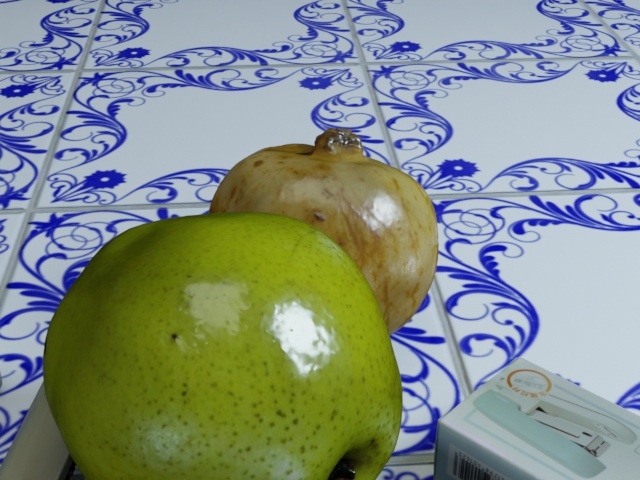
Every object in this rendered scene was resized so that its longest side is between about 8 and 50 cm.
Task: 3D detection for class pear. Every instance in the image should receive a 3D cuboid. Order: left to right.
[{"bbox_3d":[-0.074,0.110,0.813,0.294,0.294,0.294,0,31,0],"label":"pear"}]

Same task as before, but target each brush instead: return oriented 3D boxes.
[{"bbox_3d":[-0.252,0.229,0.835,0.060,0.050,0.321,7,39,7],"label":"brush"}]

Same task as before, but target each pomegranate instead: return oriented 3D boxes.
[{"bbox_3d":[0.000,0.000,1.034,0.248,0.248,0.248,0,31,0],"label":"pomegranate"}]

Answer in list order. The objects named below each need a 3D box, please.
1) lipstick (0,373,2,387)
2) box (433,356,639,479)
[{"bbox_3d":[-0.383,0.147,0.969,0.141,0.040,0.040,-15,34,-24],"label":"lipstick"},{"bbox_3d":[0.238,0.207,0.836,0.269,0.079,0.135,26,40,37],"label":"box"}]
